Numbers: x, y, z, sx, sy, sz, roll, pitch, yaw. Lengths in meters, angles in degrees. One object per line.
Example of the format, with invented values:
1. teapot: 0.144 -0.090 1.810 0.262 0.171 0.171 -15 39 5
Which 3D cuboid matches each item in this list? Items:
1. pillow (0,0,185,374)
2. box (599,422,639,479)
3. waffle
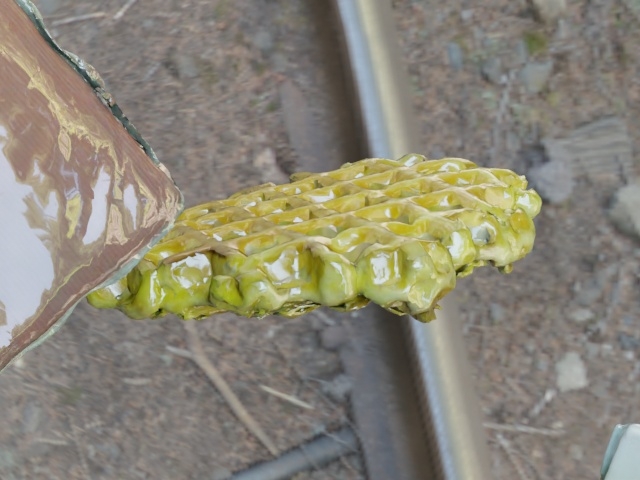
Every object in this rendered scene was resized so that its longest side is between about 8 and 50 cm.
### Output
1. pillow: -0.152 -0.053 0.379 0.126 0.043 0.232 -47 110 -12
2. box: 0.175 0.147 0.308 0.079 0.269 0.135 22 88 -50
3. waffle: 0.000 -0.002 0.772 0.254 0.245 0.052 -34 120 -61
